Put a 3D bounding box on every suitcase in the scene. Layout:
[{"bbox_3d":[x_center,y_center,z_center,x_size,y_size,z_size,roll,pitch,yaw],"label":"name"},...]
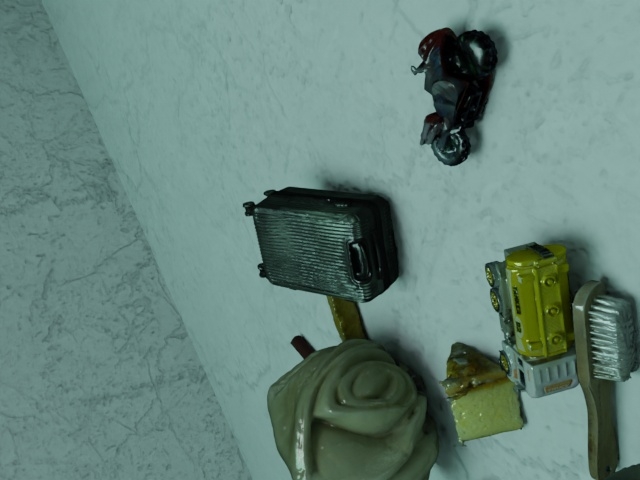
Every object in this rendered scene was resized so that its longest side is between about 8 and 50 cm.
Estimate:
[{"bbox_3d":[0.000,0.000,1.356,0.312,0.128,0.202,8,119,39],"label":"suitcase"}]

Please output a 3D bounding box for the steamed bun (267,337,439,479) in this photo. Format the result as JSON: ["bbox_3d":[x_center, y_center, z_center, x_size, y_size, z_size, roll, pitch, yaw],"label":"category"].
[{"bbox_3d":[0.084,0.354,1.380,0.255,0.343,0.367,-57,50,31],"label":"steamed bun"}]

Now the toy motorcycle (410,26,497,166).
[{"bbox_3d":[0.179,-0.209,0.979,0.122,0.082,0.213,46,146,34],"label":"toy motorcycle"}]

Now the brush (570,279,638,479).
[{"bbox_3d":[0.395,0.206,0.936,0.065,0.070,0.327,14,125,46],"label":"brush"}]

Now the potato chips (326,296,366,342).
[{"bbox_3d":[0.043,0.104,1.515,0.080,0.057,0.406,21,128,60],"label":"potato chips"}]

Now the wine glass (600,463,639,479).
[{"bbox_3d":[0.466,0.510,0.839,0.267,0.267,0.405,12,125,59],"label":"wine glass"}]

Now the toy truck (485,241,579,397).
[{"bbox_3d":[0.299,0.108,0.951,0.114,0.098,0.226,-116,12,-70],"label":"toy truck"}]

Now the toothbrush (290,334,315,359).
[{"bbox_3d":[0.032,0.369,1.771,0.364,0.041,0.040,44,146,39],"label":"toothbrush"}]

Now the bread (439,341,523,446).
[{"bbox_3d":[0.275,0.259,1.201,0.152,0.127,0.147,-86,-19,-70],"label":"bread"}]
